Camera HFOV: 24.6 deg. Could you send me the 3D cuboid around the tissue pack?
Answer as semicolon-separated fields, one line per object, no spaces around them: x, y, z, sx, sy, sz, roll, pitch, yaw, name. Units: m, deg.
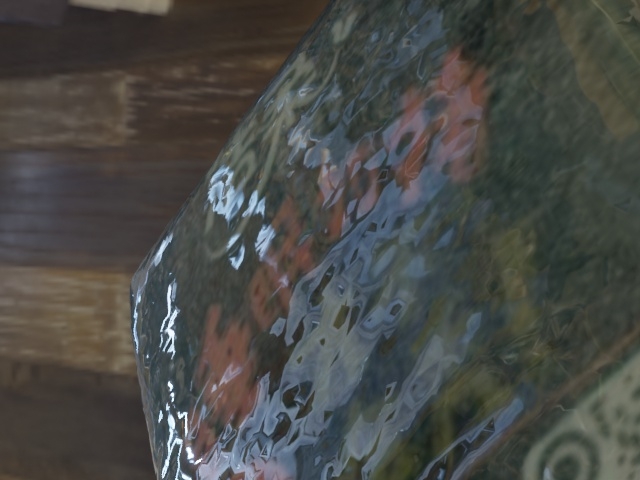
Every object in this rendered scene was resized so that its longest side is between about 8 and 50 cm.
0.051;0.045;0.413;0.228;0.103;0.315;-49;34;22;tissue pack
